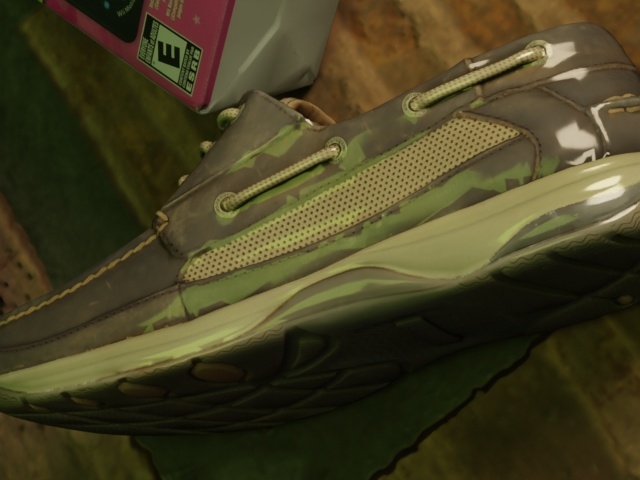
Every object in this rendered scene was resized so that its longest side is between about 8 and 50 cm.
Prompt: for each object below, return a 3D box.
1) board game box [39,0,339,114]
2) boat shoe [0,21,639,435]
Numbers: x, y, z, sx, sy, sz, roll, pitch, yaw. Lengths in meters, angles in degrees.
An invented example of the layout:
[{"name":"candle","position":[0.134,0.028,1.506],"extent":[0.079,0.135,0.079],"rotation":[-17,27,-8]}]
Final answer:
[{"name":"board game box","position":[-0.111,-0.235,0.855],"extent":[0.303,0.097,0.224],"rotation":[37,127,28]},{"name":"boat shoe","position":[0.000,0.000,0.811],"extent":[0.355,0.132,0.130],"rotation":[-17,66,17]}]
